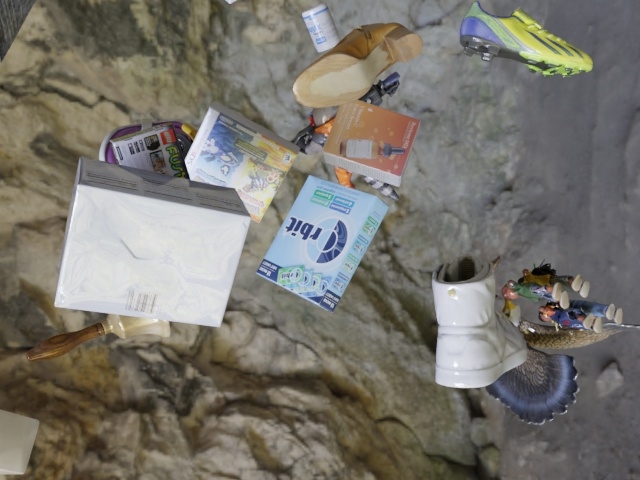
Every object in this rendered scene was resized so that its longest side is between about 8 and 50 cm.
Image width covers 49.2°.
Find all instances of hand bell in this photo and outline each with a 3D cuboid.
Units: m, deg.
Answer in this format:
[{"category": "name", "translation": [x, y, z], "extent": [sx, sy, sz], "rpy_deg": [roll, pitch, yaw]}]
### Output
[{"category": "hand bell", "translation": [-0.410, 0.166, 1.271], "extent": [0.126, 0.242, 0.126], "rpy_deg": [41, 143, 41]}]

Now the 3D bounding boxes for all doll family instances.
[{"category": "doll family", "translation": [0.333, 0.084, 0.981], "extent": [0.111, 0.193, 0.076], "rpy_deg": [-3, 55, 55]}]

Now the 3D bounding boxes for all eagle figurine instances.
[{"category": "eagle figurine", "translation": [0.358, 0.175, 1.216], "extent": [0.225, 0.298, 0.226], "rpy_deg": [15, -78, -54]}]

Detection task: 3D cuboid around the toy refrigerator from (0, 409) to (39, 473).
[{"category": "toy refrigerator", "translation": [-0.586, 0.328, 1.147], "extent": [0.102, 0.269, 0.094], "rpy_deg": [34, -126, -41]}]

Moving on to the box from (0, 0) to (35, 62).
[{"category": "box", "translation": [-0.754, -0.666, 1.585], "extent": [0.395, 0.212, 0.293], "rpy_deg": [-70, 13, -18]}]

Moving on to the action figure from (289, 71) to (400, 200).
[{"category": "action figure", "translation": [0.108, -0.264, 1.786], "extent": [0.330, 0.341, 0.178], "rpy_deg": [44, -167, -34]}]

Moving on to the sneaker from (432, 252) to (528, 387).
[{"category": "sneaker", "translation": [0.239, 0.101, 1.026], "extent": [0.292, 0.108, 0.169], "rpy_deg": [-6, -86, -66]}]

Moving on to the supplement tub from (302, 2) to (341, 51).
[{"category": "supplement tub", "translation": [0.003, -0.544, 1.784], "extent": [0.071, 0.071, 0.107], "rpy_deg": [-84, -29, -67]}]

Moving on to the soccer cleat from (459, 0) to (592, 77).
[{"category": "soccer cleat", "translation": [0.428, -0.413, 1.428], "extent": [0.093, 0.289, 0.121], "rpy_deg": [170, 113, -84]}]

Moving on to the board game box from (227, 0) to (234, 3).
[{"category": "board game box", "translation": [-0.231, -0.594, 1.105], "extent": [0.318, 0.066, 0.319], "rpy_deg": [44, 158, 20]}]

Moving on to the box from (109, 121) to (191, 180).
[{"category": "box", "translation": [-0.292, -0.098, 1.265], "extent": [0.036, 0.114, 0.207], "rpy_deg": [33, 140, 60]}]

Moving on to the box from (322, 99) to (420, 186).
[{"category": "box", "translation": [0.107, -0.205, 1.454], "extent": [0.091, 0.170, 0.130], "rpy_deg": [62, -133, -80]}]

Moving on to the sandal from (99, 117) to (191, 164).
[{"category": "sandal", "translation": [-0.438, -0.252, 1.835], "extent": [0.169, 0.102, 0.416], "rpy_deg": [58, -154, -13]}]

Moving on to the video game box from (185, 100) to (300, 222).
[{"category": "video game box", "translation": [-0.175, -0.161, 1.467], "extent": [0.187, 0.205, 0.048], "rpy_deg": [-58, 9, 29]}]

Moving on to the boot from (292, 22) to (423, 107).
[{"category": "boot", "translation": [0.053, -0.369, 1.454], "extent": [0.104, 0.295, 0.211], "rpy_deg": [68, 170, -26]}]

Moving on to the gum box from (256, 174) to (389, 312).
[{"category": "gum box", "translation": [0.000, 0.000, 1.091], "extent": [0.041, 0.157, 0.184], "rpy_deg": [34, -98, -45]}]

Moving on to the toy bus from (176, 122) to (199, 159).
[{"category": "toy bus", "translation": [-0.287, -0.125, 1.609], "extent": [0.220, 0.211, 0.149], "rpy_deg": [-54, -4, 0]}]

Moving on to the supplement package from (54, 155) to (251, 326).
[{"category": "supplement package", "translation": [-0.273, 0.005, 1.126], "extent": [0.145, 0.262, 0.204], "rpy_deg": [-125, 50, -61]}]
